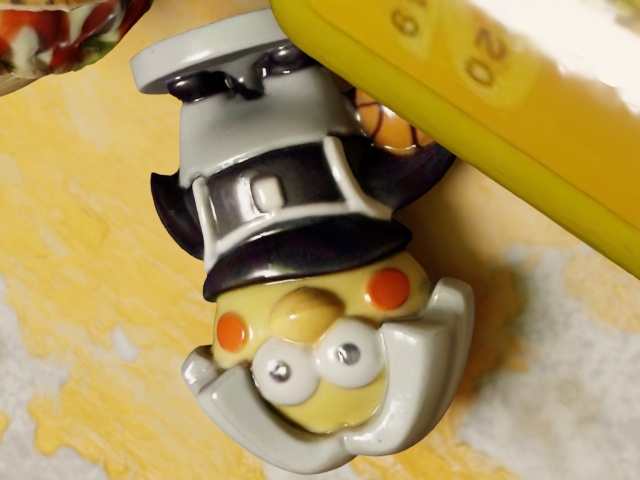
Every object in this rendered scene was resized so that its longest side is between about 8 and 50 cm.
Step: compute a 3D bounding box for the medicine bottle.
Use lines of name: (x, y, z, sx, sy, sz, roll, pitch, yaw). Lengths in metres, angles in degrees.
medicine bottle: (0.185, -0.080, 0.683, 0.384, 0.224, 0.224, 36, 116, 17)

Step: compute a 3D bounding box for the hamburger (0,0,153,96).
hamburger: (-0.189, -0.213, 0.823, 0.300, 0.300, 0.176, 56, 135, 6)

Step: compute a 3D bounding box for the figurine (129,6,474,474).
figurine: (0.000, 0.000, 0.859, 0.176, 0.133, 0.236, -14, 89, 11)
